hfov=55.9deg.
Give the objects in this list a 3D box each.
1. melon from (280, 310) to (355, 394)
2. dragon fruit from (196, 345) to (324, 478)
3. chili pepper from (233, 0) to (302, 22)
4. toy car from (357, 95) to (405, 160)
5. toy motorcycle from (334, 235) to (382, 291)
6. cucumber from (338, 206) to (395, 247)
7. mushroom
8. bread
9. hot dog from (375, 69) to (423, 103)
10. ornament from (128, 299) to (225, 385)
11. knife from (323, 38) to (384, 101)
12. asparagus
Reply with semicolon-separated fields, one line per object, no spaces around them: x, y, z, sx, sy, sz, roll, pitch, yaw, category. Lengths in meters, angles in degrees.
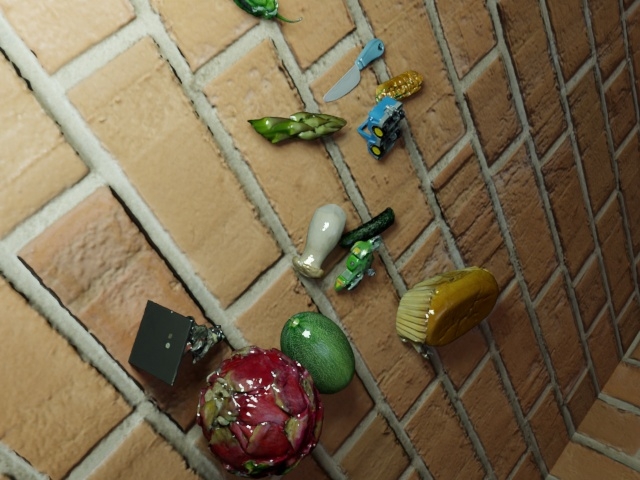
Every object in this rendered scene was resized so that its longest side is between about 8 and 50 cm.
-0.011;0.301;1.645;0.182;0.182;0.288;-45;127;-23;melon
-0.143;0.423;1.480;0.329;0.329;0.329;-12;109;-38;dragon fruit
-0.164;-0.582;1.363;0.122;0.065;0.279;-48;123;-16;chili pepper
0.165;-0.320;1.679;0.097;0.100;0.191;-46;160;-21;toy car
0.112;0.066;1.738;0.106;0.074;0.190;1;123;-53;toy motorcycle
0.136;-0.030;1.769;0.214;0.052;0.058;-30;97;-31;cucumber
0.000;0.000;1.638;0.097;0.088;0.213;30;88;-31;mushroom
0.424;0.214;1.989;0.388;0.183;0.236;-30;121;-31;bread
0.231;-0.439;1.740;0.188;0.055;0.072;-31;118;-29;hot dog
-0.306;0.242;1.424;0.196;0.166;0.153;15;93;-56;ornament
0.094;-0.454;1.642;0.244;0.032;0.058;-52;137;-12;knife
-0.055;-0.285;1.526;0.287;0.080;0.080;-13;110;-29;asparagus
